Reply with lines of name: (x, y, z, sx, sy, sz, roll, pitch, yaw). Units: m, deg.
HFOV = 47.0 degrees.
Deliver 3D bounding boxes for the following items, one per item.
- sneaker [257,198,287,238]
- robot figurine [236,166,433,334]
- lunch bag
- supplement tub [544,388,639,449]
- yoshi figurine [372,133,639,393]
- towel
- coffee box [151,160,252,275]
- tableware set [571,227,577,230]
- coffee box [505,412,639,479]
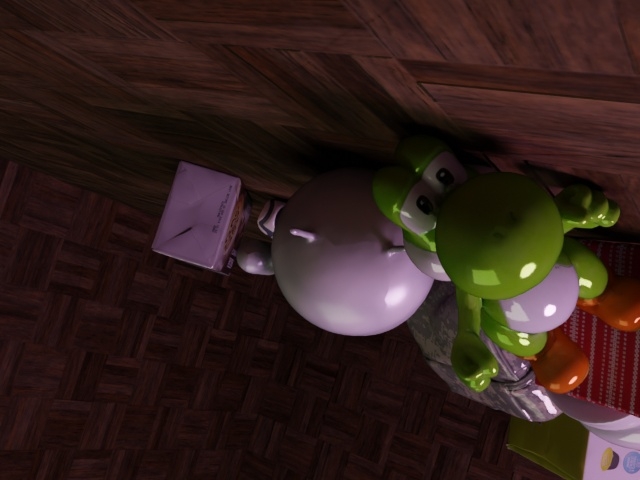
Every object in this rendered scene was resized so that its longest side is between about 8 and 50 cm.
sneaker: (0.000, 0.000, 1.429, 0.153, 0.094, 0.235, 24, 169, 35)
robot figurine: (0.049, 0.021, 0.944, 0.299, 0.200, 0.353, -4, 172, 6)
lunch bag: (0.276, 0.122, 1.197, 0.256, 0.212, 0.305, 48, 165, -18)
supplement tub: (0.482, 0.181, 1.015, 0.324, 0.236, 0.235, 21, 174, -30)
yoshi figurine: (0.199, 0.035, 0.717, 0.203, 0.204, 0.362, -16, 141, 42)
towel: (0.359, 0.102, 0.853, 0.031, 0.199, 0.274, -2, -175, -31)
coffee box: (-0.218, -0.032, 1.415, 0.118, 0.168, 0.297, 17, 174, 0)
tableware set: (0.209, -0.032, 0.865, 0.168, 0.020, 0.141, 24, 169, -39)
coffee box: (0.701, 0.402, 1.802, 0.334, 0.338, 0.338, 10, 178, -15)
